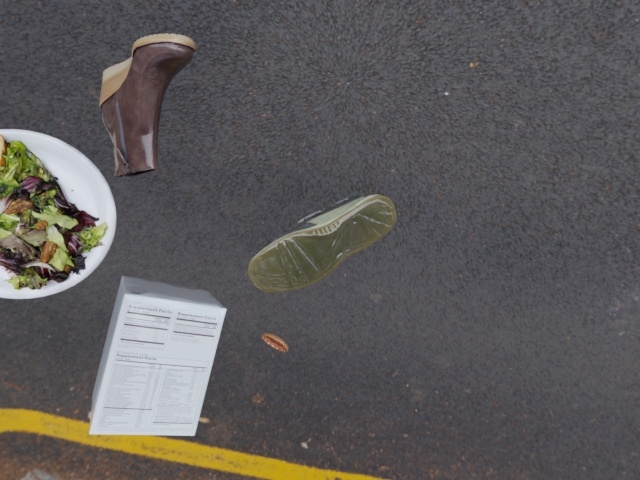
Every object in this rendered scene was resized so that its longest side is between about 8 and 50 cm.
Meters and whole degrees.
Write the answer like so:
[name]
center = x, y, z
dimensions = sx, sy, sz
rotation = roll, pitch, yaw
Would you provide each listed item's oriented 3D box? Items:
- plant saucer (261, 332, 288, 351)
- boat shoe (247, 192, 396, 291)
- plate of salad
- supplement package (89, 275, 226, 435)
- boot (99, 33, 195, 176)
[plant saucer]
center = -0.125, 0.281, 1.168
dimensions = 0.083, 0.013, 0.084
rotation = 22, 149, 14
[boat shoe]
center = 0.000, -0.001, 0.603
dimensions = 0.223, 0.073, 0.080
rotation = -29, 111, -4
[plate of salad]
center = -0.347, -0.028, 0.488
dimensions = 0.199, 0.048, 0.200
rotation = -3, 98, -25
[supplement package]
center = -0.344, 0.234, 0.883
dimensions = 0.197, 0.199, 0.263
rotation = 14, 89, -27
[boot]
center = -0.301, -0.230, 0.751
dimensions = 0.248, 0.090, 0.207
rotation = -8, 91, 34
